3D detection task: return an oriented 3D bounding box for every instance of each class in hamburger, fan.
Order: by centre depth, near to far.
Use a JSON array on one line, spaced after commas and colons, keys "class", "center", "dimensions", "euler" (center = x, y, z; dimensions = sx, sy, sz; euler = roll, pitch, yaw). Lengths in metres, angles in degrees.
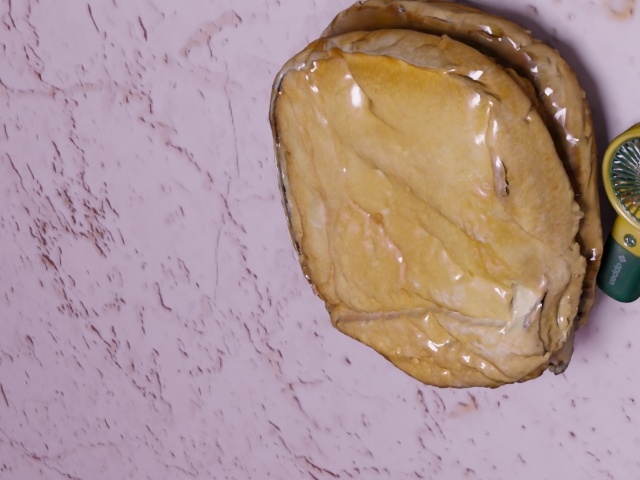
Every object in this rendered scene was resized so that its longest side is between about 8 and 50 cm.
[{"class": "fan", "center": [0.224, -0.019, 1.133], "dimensions": [0.082, 0.039, 0.155], "euler": [38, 138, 20]}, {"class": "hamburger", "center": [0.085, -0.032, 1.185], "dimensions": [0.259, 0.144, 0.283], "euler": [18, 123, 33]}]
